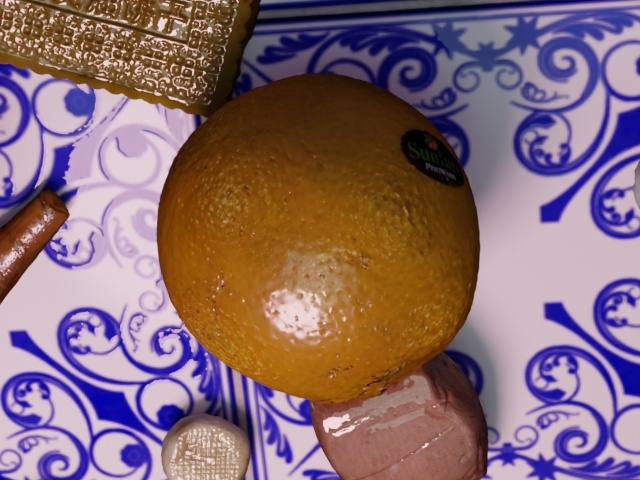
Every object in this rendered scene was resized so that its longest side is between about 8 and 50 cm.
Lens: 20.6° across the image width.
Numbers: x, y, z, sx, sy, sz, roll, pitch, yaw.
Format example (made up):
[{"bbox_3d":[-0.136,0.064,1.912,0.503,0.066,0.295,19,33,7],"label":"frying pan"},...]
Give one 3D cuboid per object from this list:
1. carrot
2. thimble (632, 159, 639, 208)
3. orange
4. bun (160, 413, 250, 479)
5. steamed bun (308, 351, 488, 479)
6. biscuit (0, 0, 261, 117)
[{"bbox_3d":[-0.290,0.021,1.601,0.055,0.055,0.161,40,109,-14],"label":"carrot"},{"bbox_3d":[0.403,-0.047,1.411,0.288,0.254,0.167,-22,111,20],"label":"thimble"},{"bbox_3d":[0.000,0.000,1.456,0.274,0.274,0.274,1,114,3],"label":"orange"},{"bbox_3d":[-0.110,0.201,1.670,0.086,0.055,0.086,-1,104,-6],"label":"bun"},{"bbox_3d":[0.075,0.163,1.616,0.145,0.106,0.175,-23,125,8],"label":"steamed bun"},{"bbox_3d":[-0.180,-0.207,1.502,0.254,0.029,0.172,14,114,-3],"label":"biscuit"}]
